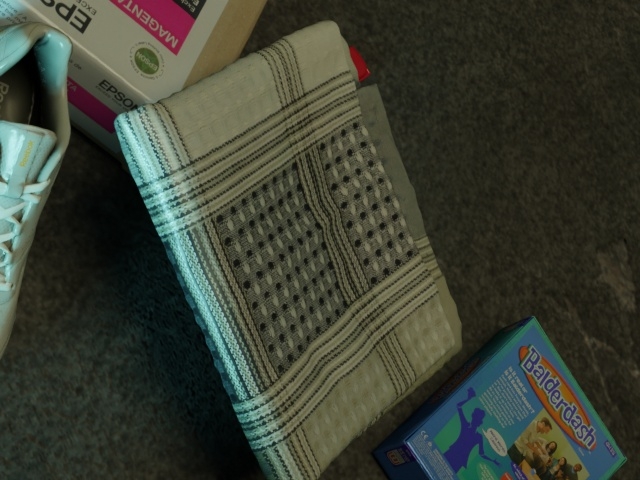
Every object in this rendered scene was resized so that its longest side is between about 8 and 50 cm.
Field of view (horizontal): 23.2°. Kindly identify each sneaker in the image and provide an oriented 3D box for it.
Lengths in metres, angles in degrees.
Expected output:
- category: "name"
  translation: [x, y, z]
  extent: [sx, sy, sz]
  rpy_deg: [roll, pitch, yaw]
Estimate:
- category: "sneaker"
  translation: [-0.227, -0.031, 1.057]
  extent: [0.099, 0.121, 0.262]
  rpy_deg: [12, 77, -34]

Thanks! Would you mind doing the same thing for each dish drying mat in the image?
- category: "dish drying mat"
  translation: [0.013, -0.146, 1.389]
  extent: [0.083, 0.008, 0.032]
  rpy_deg: [-37, 95, -42]

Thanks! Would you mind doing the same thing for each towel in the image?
- category: "towel"
  translation: [0.000, 0.000, 1.209]
  extent: [0.324, 0.056, 0.312]
  rpy_deg: [-34, 104, -56]

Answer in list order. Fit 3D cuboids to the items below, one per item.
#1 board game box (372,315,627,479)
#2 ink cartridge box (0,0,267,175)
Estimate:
- category: "board game box"
  translation: [0.159, 0.185, 1.337]
  extent: [0.210, 0.047, 0.160]
  rpy_deg: [-36, 95, -41]
- category: "ink cartridge box"
  translation: [-0.172, -0.196, 1.211]
  extent: [0.234, 0.088, 0.193]
  rpy_deg: [38, 51, -21]
